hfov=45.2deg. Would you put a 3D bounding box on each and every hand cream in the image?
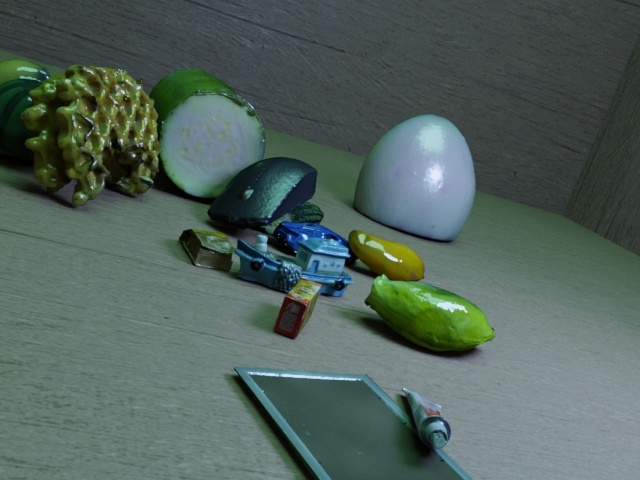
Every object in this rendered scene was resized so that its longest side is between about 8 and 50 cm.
[{"bbox_3d":[0.139,0.224,0.977,0.052,0.038,0.216,56,3,-1],"label":"hand cream"}]

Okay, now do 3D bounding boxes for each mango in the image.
[{"bbox_3d":[0.145,0.037,1.647,0.190,0.075,0.098,29,24,-17],"label":"mango"}]

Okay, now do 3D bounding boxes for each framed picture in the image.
[{"bbox_3d":[0.037,0.226,0.913,0.217,0.017,0.274,11,15,-31],"label":"framed picture"}]

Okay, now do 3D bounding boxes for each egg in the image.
[{"bbox_3d":[0.303,-0.207,2.303,0.355,0.339,0.354,17,13,-4],"label":"egg"}]

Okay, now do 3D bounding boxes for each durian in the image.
[{"bbox_3d":[0.199,0.129,1.331,0.250,0.101,0.139,18,13,-5],"label":"durian"}]

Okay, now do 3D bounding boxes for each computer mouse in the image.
[{"bbox_3d":[-0.118,-0.118,1.661,0.168,0.087,0.295,8,28,25],"label":"computer mouse"}]

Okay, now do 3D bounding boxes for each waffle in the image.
[{"bbox_3d":[-0.435,-0.208,1.510,0.151,0.261,0.324,2,8,13],"label":"waffle"}]

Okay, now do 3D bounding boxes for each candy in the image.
[{"bbox_3d":[-0.034,0.104,1.199,0.038,0.062,0.122,21,14,6],"label":"candy"}]

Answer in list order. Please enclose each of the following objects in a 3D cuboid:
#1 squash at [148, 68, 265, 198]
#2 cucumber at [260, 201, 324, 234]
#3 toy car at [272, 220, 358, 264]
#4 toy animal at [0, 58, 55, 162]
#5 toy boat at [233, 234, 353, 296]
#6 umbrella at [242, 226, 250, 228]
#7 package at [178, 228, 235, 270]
[{"bbox_3d":[-0.289,-0.268,1.886,0.263,0.263,0.384,14,14,-21],"label":"squash"},{"bbox_3d":[-0.057,-0.056,1.777,0.077,0.077,0.265,23,14,14],"label":"cucumber"},{"bbox_3d":[0.000,0.000,1.651,0.216,0.063,0.103,8,17,-39],"label":"toy car"},{"bbox_3d":[-0.631,-0.280,1.625,0.216,0.191,0.338,9,17,-38],"label":"toy animal"},{"bbox_3d":[-0.048,0.035,1.380,0.238,0.098,0.109,10,13,-33],"label":"toy boat"},{"bbox_3d":[-0.155,-0.075,1.750,0.071,0.080,0.224,53,11,-16],"label":"umbrella"},{"bbox_3d":[-0.205,0.006,1.382,0.071,0.047,0.131,9,18,-26],"label":"package"}]
